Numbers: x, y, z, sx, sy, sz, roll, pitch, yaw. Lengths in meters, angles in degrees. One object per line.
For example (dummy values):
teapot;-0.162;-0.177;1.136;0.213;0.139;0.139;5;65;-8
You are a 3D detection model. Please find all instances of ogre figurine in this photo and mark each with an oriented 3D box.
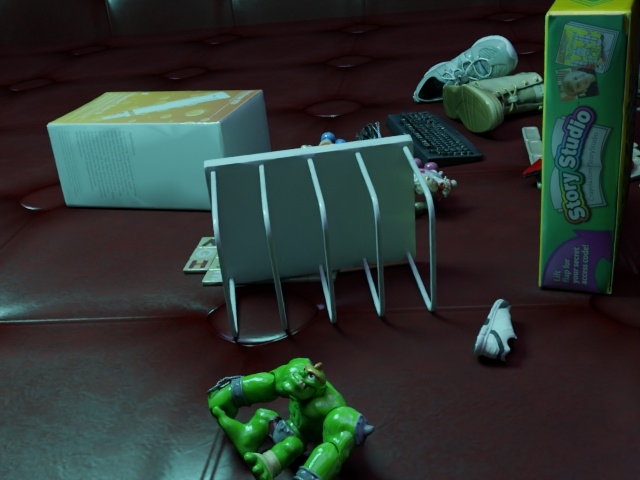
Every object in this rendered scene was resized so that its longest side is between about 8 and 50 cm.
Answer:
ogre figurine;-0.030;0.181;0.823;0.118;0.096;0.197;-33;16;-14

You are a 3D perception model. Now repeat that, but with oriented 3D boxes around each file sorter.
file sorter;0.000;0.000;1.081;0.278;0.192;0.173;-7;32;-3

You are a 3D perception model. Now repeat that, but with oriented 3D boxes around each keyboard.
keyboard;0.188;-0.210;1.693;0.202;0.033;0.317;-9;24;-7

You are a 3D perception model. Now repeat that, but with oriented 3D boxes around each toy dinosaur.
toy dinosaur;0.080;-0.148;1.337;0.047;0.090;0.082;-7;-9;-16

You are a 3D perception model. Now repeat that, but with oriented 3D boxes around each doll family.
doll family;0.085;-0.083;1.376;0.263;0.118;0.163;14;20;2

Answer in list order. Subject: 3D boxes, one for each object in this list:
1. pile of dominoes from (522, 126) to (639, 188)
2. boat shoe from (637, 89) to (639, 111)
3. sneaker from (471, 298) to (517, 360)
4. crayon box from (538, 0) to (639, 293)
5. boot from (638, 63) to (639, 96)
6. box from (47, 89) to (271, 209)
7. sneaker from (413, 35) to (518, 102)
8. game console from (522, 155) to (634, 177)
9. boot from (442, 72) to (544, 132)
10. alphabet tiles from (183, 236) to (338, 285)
pile of dominoes;0.478;-0.150;1.513;0.196;0.040;0.251;-2;33;7
boat shoe;0.550;-0.291;1.599;0.157;0.135;0.367;7;3;25
sneaker;0.214;0.109;0.989;0.044;0.040;0.109;20;35;15
crayon box;0.374;-0.160;1.136;0.106;0.362;0.313;4;27;21
boot;0.694;-0.330;1.814;0.106;0.082;0.219;-17;20;33
box;-0.292;-0.174;1.561;0.346;0.168;0.215;2;26;17
sneaker;0.329;-0.370;1.890;0.115;0.105;0.281;-45;14;-33
game console;0.443;-0.123;1.428;0.144;0.085;0.124;-35;11;-37
boot;0.390;-0.296;1.753;0.204;0.095;0.262;-10;15;-7
alphabet tiles;-0.083;0.018;1.284;0.237;0.009;0.198;-2;25;9
